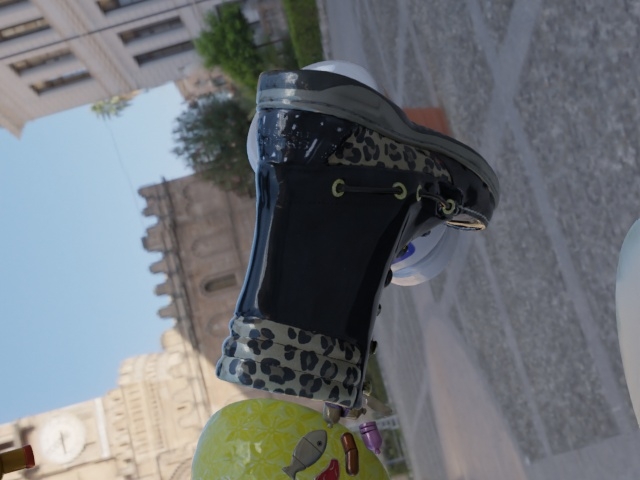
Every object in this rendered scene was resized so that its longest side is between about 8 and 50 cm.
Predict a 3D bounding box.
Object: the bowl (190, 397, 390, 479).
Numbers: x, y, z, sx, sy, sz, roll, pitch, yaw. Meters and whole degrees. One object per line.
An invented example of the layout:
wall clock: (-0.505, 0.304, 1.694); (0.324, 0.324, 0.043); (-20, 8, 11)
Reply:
bowl: (-0.061, 0.367, 1.060); (0.156, 0.289, 0.290); (-56, -43, -52)

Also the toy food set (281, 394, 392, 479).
toy food set: (0.024, 0.209, 0.843); (0.078, 0.122, 0.019); (33, 154, 7)

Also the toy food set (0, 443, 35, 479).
toy food set: (-0.310, 0.323, 0.784); (0.232, 0.104, 0.111); (61, 147, 31)

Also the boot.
boot: (0.030, 0.013, 0.510); (0.236, 0.085, 0.179); (21, -102, -51)

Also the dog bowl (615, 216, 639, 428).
dog bowl: (0.299, 0.096, 0.544); (0.265, 0.104, 0.265); (-12, -90, -89)

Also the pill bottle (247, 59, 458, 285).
pill bottle: (0.051, -0.057, 0.884); (0.272, 0.152, 0.152); (45, -156, -49)
